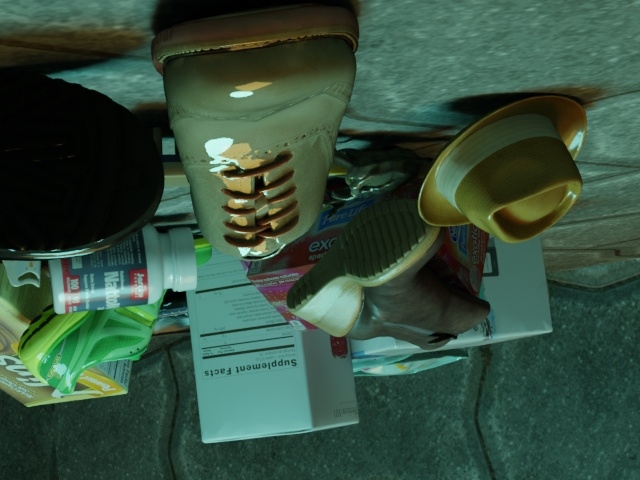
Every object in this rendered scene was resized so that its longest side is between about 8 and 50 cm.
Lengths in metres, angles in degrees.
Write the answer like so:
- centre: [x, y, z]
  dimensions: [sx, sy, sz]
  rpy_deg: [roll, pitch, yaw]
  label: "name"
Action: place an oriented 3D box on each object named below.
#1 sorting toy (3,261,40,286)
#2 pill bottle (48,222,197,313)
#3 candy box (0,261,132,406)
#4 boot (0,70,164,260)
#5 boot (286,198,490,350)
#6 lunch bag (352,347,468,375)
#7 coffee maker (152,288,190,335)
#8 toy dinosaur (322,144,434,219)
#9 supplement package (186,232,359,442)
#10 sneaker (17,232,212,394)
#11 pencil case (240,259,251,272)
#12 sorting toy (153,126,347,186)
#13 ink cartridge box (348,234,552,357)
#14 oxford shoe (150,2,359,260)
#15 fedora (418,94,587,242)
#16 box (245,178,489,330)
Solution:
- centre: [-0.358, 0.019, 1.724]
  dimensions: [0.045, 0.075, 0.083]
  rpy_deg: [-10, 173, 28]
  label: "sorting toy"
- centre: [-0.250, 0.031, 1.798]
  dimensions: [0.180, 0.107, 0.108]
  rpy_deg: [-6, 173, -12]
  label: "pill bottle"
- centre: [-0.426, 0.129, 2.020]
  dimensions: [0.183, 0.087, 0.316]
  rpy_deg: [-10, 148, 24]
  label: "candy box"
- centre: [-0.278, -0.032, 1.106]
  dimensions: [0.348, 0.131, 0.260]
  rpy_deg: [3, 167, 4]
  label: "boot"
- centre: [0.107, 0.042, 1.547]
  dimensions: [0.207, 0.090, 0.248]
  rpy_deg: [16, 147, -32]
  label: "boot"
- centre: [0.094, 0.103, 2.282]
  dimensions: [0.262, 0.223, 0.160]
  rpy_deg: [2, 163, -46]
  label: "lunch bag"
- centre: [-0.260, 0.102, 2.173]
  dimensions: [0.178, 0.120, 0.171]
  rpy_deg: [-8, 135, 6]
  label: "coffee maker"
- centre: [0.067, -0.072, 1.476]
  dimensions: [0.268, 0.064, 0.118]
  rpy_deg: [-6, 168, -36]
  label: "toy dinosaur"
- centre: [-0.070, 0.129, 2.026]
  dimensions: [0.175, 0.292, 0.177]
  rpy_deg: [-9, 174, 22]
  label: "supplement package"
- centre: [-0.264, 0.092, 1.912]
  dimensions: [0.295, 0.123, 0.109]
  rpy_deg: [-37, -158, -11]
  label: "sneaker"
- centre: [0.000, 0.000, 1.878]
  dimensions: [0.209, 0.095, 0.098]
  rpy_deg: [-2, 137, -20]
  label: "pencil case"
- centre: [-0.114, -0.074, 1.259]
  dimensions: [0.275, 0.046, 0.132]
  rpy_deg: [-3, 179, -28]
  label: "sorting toy"
- centre: [0.169, 0.062, 2.108]
  dimensions: [0.270, 0.197, 0.198]
  rpy_deg: [-3, 172, -27]
  label: "ink cartridge box"
- centre: [-0.035, -0.067, 1.009]
  dimensions: [0.141, 0.146, 0.397]
  rpy_deg: [-7, 173, 0]
  label: "oxford shoe"
- centre: [0.187, -0.054, 1.358]
  dimensions: [0.194, 0.079, 0.194]
  rpy_deg: [-23, 148, -15]
  label: "fedora"
- centre: [0.057, 0.010, 1.688]
  dimensions: [0.257, 0.128, 0.122]
  rpy_deg: [-10, 137, 31]
  label: "box"
